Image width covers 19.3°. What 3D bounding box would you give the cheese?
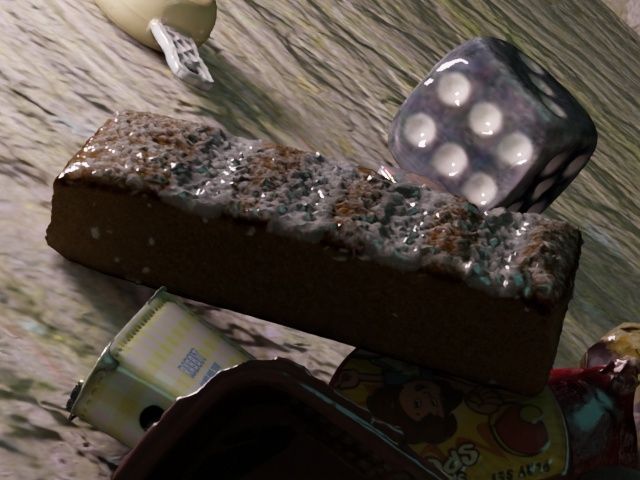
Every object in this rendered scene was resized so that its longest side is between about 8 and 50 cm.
[{"bbox_3d":[-0.183,-0.247,1.991,0.163,0.071,0.249,32,22,-19],"label":"cheese"}]

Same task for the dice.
[{"bbox_3d":[0.202,-0.121,2.219,0.182,0.181,0.183,46,20,18],"label":"dice"}]

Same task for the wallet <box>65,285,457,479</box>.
[{"bbox_3d":[-0.017,0.157,1.341,0.309,0.077,0.223,31,9,1],"label":"wallet"}]

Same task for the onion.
[{"bbox_3d":[0.205,0.172,1.592,0.159,0.195,0.159,43,8,-8],"label":"onion"}]

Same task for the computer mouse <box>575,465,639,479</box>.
[{"bbox_3d":[0.257,0.287,1.480,0.068,0.113,0.229,8,64,-64],"label":"computer mouse"}]

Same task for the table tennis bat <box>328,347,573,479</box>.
[{"bbox_3d":[0.111,0.190,1.483,0.200,0.038,0.310,-13,50,-11],"label":"table tennis bat"}]

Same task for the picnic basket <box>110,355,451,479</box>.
[{"bbox_3d":[0.005,0.215,1.168,0.297,0.222,0.129,39,3,1],"label":"picnic basket"}]

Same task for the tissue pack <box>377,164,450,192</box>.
[{"bbox_3d":[0.121,-0.009,2.021,0.108,0.060,0.148,17,30,-48],"label":"tissue pack"}]

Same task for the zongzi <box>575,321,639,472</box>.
[{"bbox_3d":[0.411,0.204,1.874,0.288,0.134,0.286,8,30,-14],"label":"zongzi"}]

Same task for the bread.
[{"bbox_3d":[0.000,0.000,1.525,0.416,0.113,0.165,15,24,5],"label":"bread"}]
